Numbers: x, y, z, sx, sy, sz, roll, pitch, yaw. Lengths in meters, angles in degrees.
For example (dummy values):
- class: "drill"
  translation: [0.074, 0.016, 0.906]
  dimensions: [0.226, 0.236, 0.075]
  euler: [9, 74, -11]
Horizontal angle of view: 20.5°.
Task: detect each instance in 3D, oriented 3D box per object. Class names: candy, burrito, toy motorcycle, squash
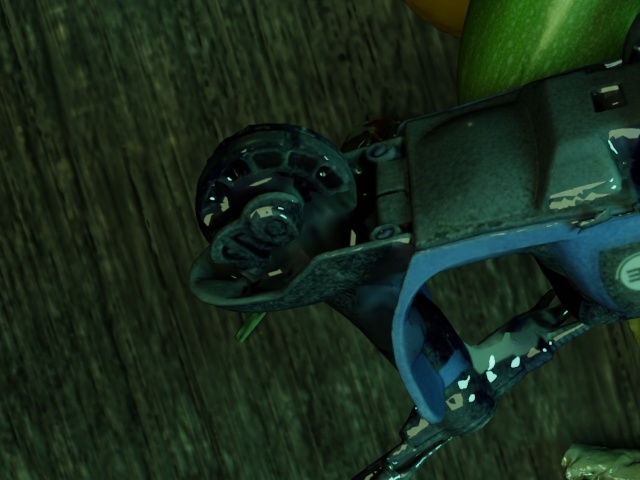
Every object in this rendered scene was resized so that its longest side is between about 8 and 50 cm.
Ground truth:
- class: "candy"
  translation: [0.000, 0.000, 1.057]
  dimensions: [0.184, 0.049, 0.055]
  euler: [-51, 54, 30]
- class: "burrito"
  translation: [0.212, 0.149, 1.019]
  dimensions: [0.149, 0.041, 0.055]
  euler: [12, 120, 11]
- class: "toy motorcycle"
  translation: [0.118, 0.006, 0.836]
  dimensions: [0.358, 0.125, 0.212]
  euler: [-13, 125, 10]
- class: "squash"
  translation: [0.154, -0.197, 0.866]
  dimensions: [0.107, 0.107, 0.395]
  euler: [23, 104, 12]

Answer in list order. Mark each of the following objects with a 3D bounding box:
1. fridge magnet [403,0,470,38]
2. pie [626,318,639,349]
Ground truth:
- class: "fridge magnet"
  translation: [0.098, -0.178, 0.964]
  dimensions: [0.143, 0.063, 0.143]
  euler: [4, 105, 15]
- class: "pie"
  translation: [0.296, -0.051, 0.925]
  dimensions: [0.339, 0.083, 0.339]
  euler: [4, 102, 18]
